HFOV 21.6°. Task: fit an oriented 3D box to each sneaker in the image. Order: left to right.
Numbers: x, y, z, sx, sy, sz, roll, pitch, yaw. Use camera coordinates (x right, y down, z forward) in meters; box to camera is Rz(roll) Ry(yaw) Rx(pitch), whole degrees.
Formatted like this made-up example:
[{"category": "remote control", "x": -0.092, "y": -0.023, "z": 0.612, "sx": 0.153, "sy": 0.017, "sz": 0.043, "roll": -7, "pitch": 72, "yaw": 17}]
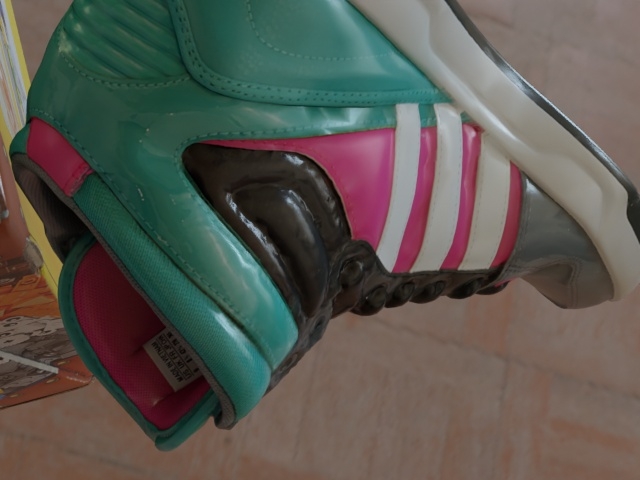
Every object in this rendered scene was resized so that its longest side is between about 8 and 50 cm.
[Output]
[{"category": "sneaker", "x": 0.000, "y": 0.000, "z": 0.594, "sx": 0.178, "sy": 0.295, "sz": 0.124, "roll": -51, "pitch": 46, "yaw": 1}]

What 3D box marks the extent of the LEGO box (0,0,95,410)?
[{"category": "LEGO box", "x": -0.274, "y": -0.171, "z": 0.837, "sx": 0.193, "sy": 0.372, "sz": 0.500, "roll": -14, "pitch": 77, "yaw": -5}]
